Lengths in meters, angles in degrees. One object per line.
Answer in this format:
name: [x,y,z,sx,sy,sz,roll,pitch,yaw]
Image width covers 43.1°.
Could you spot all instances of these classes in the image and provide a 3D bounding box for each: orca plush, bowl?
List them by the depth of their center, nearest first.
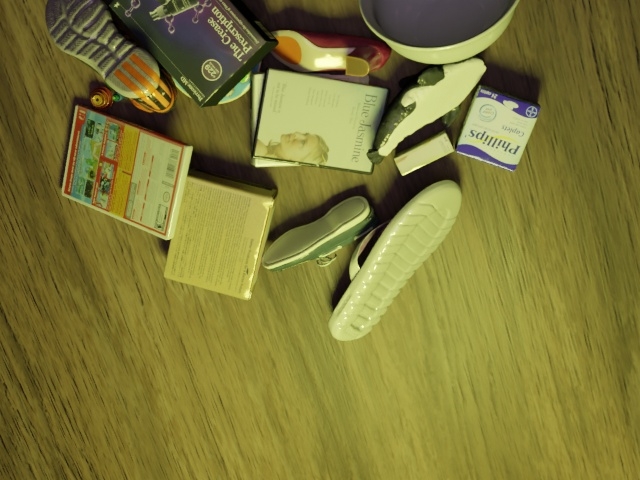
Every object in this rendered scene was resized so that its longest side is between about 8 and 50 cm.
bowl: [0.228,-0.427,1.476,0.298,0.134,0.297,-8,62,16]
orca plush: [0.188,-0.273,1.596,0.151,0.102,0.287,20,116,-43]

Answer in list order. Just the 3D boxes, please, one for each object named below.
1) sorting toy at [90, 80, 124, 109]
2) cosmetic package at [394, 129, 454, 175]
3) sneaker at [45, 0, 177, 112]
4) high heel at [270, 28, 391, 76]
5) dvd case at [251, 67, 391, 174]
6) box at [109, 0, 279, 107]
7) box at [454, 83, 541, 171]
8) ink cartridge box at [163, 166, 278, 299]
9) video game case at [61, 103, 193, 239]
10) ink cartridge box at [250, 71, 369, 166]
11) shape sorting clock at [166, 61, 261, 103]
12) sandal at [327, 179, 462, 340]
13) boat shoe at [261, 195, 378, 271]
sorting toy: [-0.436,-0.309,1.669,0.061,0.042,0.102,35,107,-4]
cosmetic package: [0.207,-0.176,1.622,0.115,0.060,0.041,-26,101,12]
sneaker: [-0.406,-0.355,1.598,0.125,0.180,0.321,-41,73,-1]
high heel: [0.015,-0.383,1.597,0.244,0.117,0.082,14,126,25]
dvd case: [0.001,-0.233,1.611,0.253,0.022,0.180,7,108,-14]
box: [-0.240,-0.412,1.547,0.184,0.103,0.261,-42,91,19]
box: [0.344,-0.220,1.585,0.126,0.072,0.137,19,108,2]
ink cartridge box: [-0.209,-0.015,1.705,0.193,0.088,0.234,16,107,1]
video game case: [-0.405,-0.143,1.678,0.285,0.025,0.204,22,109,19]
ink cartridge box: [-0.025,-0.246,1.644,0.233,0.066,0.189,-4,108,-15]
shape sorting clock: [-0.219,-0.376,1.624,0.206,0.040,0.206,2,106,7]
sandal: [0.127,0.030,1.666,0.102,0.169,0.416,48,112,34]
boat shoe: [0.000,0.000,1.682,0.255,0.095,0.079,-33,132,3]
